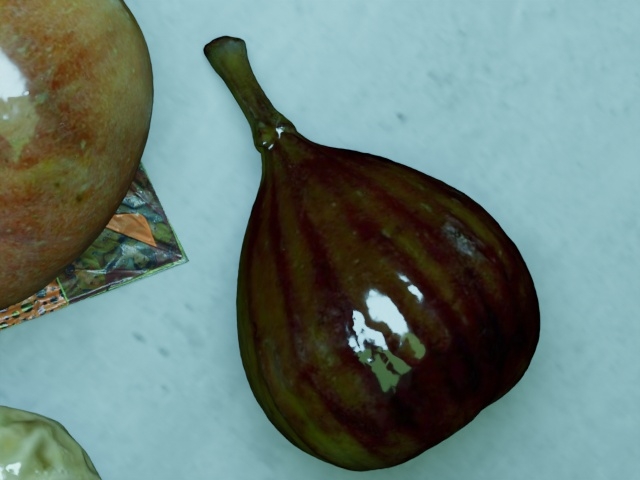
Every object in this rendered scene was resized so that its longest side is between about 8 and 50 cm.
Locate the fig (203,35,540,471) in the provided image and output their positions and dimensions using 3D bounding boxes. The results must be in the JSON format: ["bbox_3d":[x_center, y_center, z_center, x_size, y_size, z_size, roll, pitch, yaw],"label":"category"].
[{"bbox_3d":[0.000,0.000,1.206,0.217,0.217,0.321,-35,86,0],"label":"fig"}]

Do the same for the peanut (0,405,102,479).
[{"bbox_3d":[-0.197,0.273,1.236,0.140,0.153,0.325,-16,98,-21],"label":"peanut"}]

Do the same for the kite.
[{"bbox_3d":[-0.152,-0.007,1.251,0.125,0.008,0.222,22,98,-15],"label":"kite"}]

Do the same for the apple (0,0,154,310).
[{"bbox_3d":[-0.225,-0.079,1.121,0.253,0.253,0.253,-2,104,-10],"label":"apple"}]
